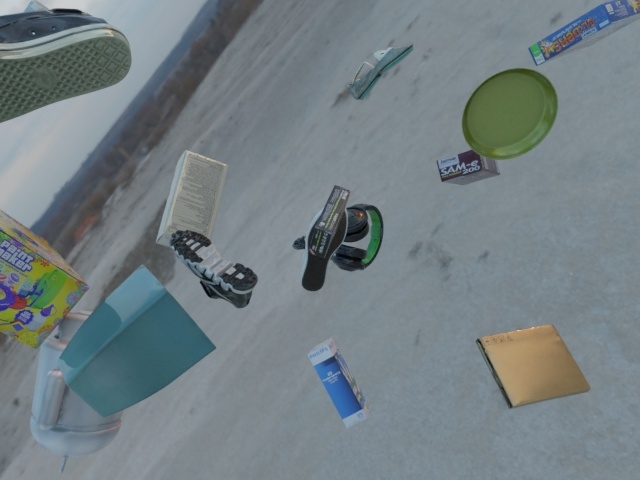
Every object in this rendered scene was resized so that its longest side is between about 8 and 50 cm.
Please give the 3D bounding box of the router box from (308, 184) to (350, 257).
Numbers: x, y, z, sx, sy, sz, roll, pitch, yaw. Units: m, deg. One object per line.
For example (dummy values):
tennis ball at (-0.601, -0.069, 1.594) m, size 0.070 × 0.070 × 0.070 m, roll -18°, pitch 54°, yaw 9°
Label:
router box at (0.018, -0.038, 1.229) m, size 0.092 × 0.038 × 0.122 m, roll 108°, pitch -175°, yaw -54°

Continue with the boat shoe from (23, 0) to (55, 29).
boat shoe at (-0.677, -0.524, 1.583) m, size 0.081 × 0.227 × 0.079 m, roll -45°, pitch 31°, yaw 9°

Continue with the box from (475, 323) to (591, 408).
box at (0.456, 0.267, 1.293) m, size 0.021 × 0.201 × 0.164 m, roll 108°, pitch 150°, yaw -49°

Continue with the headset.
headset at (0.083, -0.005, 2.185) m, size 0.185 × 0.243 × 0.394 m, roll 13°, pitch 19°, yaw 34°

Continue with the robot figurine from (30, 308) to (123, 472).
robot figurine at (-0.555, 0.343, 1.400) m, size 0.300 × 0.200 × 0.353 m, roll 18°, pitch -100°, yaw -80°

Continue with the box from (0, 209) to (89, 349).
box at (-0.704, 0.043, 1.283) m, size 0.279 × 0.290 × 0.177 m, roll 28°, pitch 76°, yaw 43°

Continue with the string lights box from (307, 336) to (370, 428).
string lights box at (0.059, 0.447, 1.902) m, size 0.077 × 0.259 × 0.133 m, roll -29°, pitch -4°, yaw 7°

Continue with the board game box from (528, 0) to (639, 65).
board game box at (0.454, -0.353, 0.993) m, size 0.201 × 0.035 × 0.136 m, roll -27°, pitch 2°, yaw -36°

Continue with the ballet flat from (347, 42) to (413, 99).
ballet flat at (0.150, -0.460, 1.590) m, size 0.213 × 0.068 × 0.072 m, roll -40°, pitch -1°, yaw 33°

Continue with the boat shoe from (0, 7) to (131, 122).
boat shoe at (-0.630, -0.346, 1.175) m, size 0.500 × 0.156 × 0.187 m, roll -23°, pitch -34°, yaw -28°

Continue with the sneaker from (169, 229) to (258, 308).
sneaker at (-0.229, 0.066, 1.248) m, size 0.078 × 0.234 × 0.106 m, roll -38°, pitch -30°, yaw -39°

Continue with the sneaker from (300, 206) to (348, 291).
sneaker at (0.000, 0.000, 1.748) m, size 0.123 × 0.106 × 0.290 m, roll -90°, pitch 19°, yaw -59°

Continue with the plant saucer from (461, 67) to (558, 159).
plant saucer at (0.465, -0.317, 1.498) m, size 0.241 × 0.241 × 0.037 m, roll -44°, pitch 27°, yaw 21°

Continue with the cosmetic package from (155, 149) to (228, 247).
cosmetic package at (-0.424, -0.123, 1.997) m, size 0.113 × 0.160 × 0.309 m, roll -29°, pitch 46°, yaw 59°

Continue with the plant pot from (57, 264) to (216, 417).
plant pot at (-0.358, 0.198, 1.132) m, size 0.234 × 0.165 × 0.166 m, roll -41°, pitch 31°, yaw -15°

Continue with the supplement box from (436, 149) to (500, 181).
supplement box at (0.461, -0.224, 1.857) m, size 0.130 × 0.073 × 0.239 m, roll -16°, pitch -6°, yaw 29°
